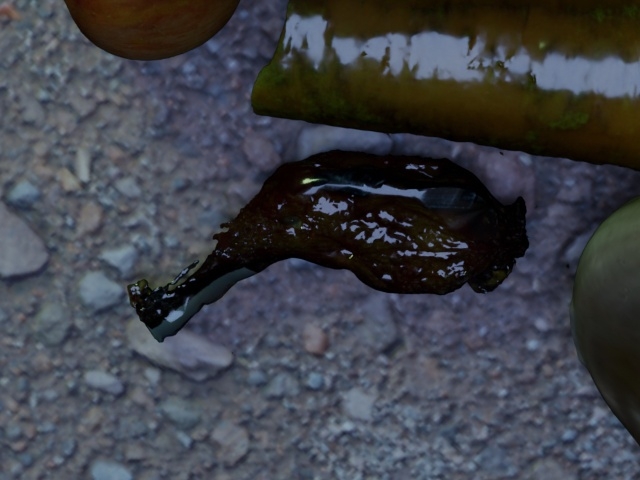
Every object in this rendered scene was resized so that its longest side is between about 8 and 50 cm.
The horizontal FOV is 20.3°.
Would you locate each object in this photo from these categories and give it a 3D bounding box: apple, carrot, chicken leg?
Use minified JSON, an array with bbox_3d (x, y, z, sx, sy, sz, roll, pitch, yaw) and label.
[{"bbox_3d":[-0.102,-0.165,1.018,0.102,0.126,0.126,-19,104,-8],"label":"apple"},{"bbox_3d":[0.117,-0.103,1.028,0.302,0.114,0.114,8,105,3],"label":"carrot"},{"bbox_3d":[0.000,0.000,1.095,0.253,0.051,0.106,-10,109,9],"label":"chicken leg"}]

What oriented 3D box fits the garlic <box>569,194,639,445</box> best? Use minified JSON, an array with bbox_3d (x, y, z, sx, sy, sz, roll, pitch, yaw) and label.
[{"bbox_3d":[0.270,0.072,1.007,0.279,0.132,0.325,28,143,21],"label":"garlic"}]
